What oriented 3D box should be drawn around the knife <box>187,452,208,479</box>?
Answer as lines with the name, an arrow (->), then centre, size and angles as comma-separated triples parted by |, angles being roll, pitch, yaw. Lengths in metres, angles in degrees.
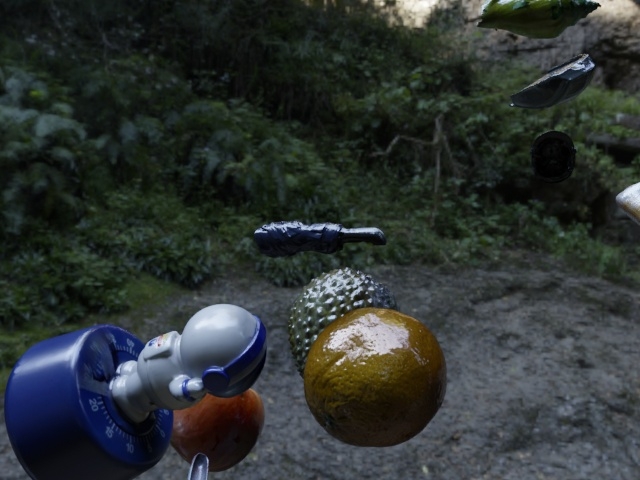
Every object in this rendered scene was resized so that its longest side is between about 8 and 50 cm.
knife -> -0.269, 0.527, 1.395 | 0.123, 0.053, 0.278 | 34, 0, -12

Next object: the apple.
apple -> -0.243, 0.466, 1.681 | 0.163, 0.251, 0.293 | 27, -18, 36

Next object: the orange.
orange -> 0.096, 0.248, 1.192 | 0.264, 0.264, 0.264 | 2, -6, 0

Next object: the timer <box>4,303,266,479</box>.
timer -> -0.252, 0.219, 1.028 | 0.383, 0.270, 0.270 | -25, -14, 16

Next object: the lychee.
lychee -> 0.052, 0.195, 1.436 | 0.255, 0.255, 0.274 | -1, 31, 26

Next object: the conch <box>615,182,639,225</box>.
conch -> 0.617, -0.049, 1.240 | 0.094, 0.176, 0.104 | -19, -46, 29

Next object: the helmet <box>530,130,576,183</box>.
helmet -> 0.524, -0.192, 1.494 | 0.098, 0.123, 0.070 | 1, 18, 17

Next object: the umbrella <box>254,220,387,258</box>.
umbrella -> -0.001, -0.008, 1.201 | 0.248, 0.071, 0.071 | -5, -8, 20

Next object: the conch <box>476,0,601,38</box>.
conch -> 0.380, -0.401, 1.155 | 0.200, 0.095, 0.079 | 12, -17, 5

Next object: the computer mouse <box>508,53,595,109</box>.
computer mouse -> 0.491, -0.318, 1.389 | 0.126, 0.071, 0.231 | -35, 7, -13
